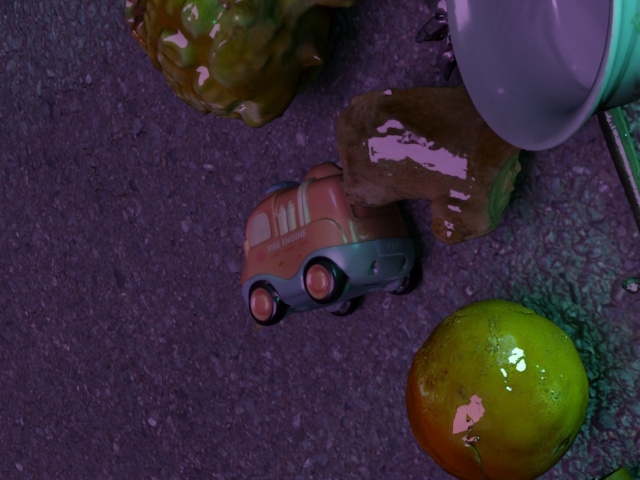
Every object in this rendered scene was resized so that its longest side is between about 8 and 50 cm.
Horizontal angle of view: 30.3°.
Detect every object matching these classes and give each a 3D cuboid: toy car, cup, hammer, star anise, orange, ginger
[{"bbox_3d":[0.000,0.000,1.729,0.270,0.181,0.212,-24,76,44],"label":"toy car"},{"bbox_3d":[0.291,-0.281,1.324,0.347,0.163,0.347,172,90,-70],"label":"cup"},{"bbox_3d":[0.376,-0.081,1.443,0.125,0.027,0.297,-21,88,45],"label":"hammer"},{"bbox_3d":[0.183,-0.291,1.533,0.181,0.061,0.204,21,117,38],"label":"star anise"},{"bbox_3d":[0.227,0.198,1.526,0.240,0.240,0.240,15,113,40],"label":"orange"},{"bbox_3d":[0.144,-0.100,1.547,0.276,0.130,0.221,-16,85,27],"label":"ginger"}]

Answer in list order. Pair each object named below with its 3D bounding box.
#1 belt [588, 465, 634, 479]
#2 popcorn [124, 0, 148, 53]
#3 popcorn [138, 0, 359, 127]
[{"bbox_3d":[0.321,0.392,1.534,0.105,0.184,0.261,57,133,13],"label":"belt"},{"bbox_3d":[-0.234,-0.355,1.859,0.167,0.152,0.148,29,90,34],"label":"popcorn"},{"bbox_3d":[-0.106,-0.325,1.654,0.274,0.279,0.335,57,149,40],"label":"popcorn"}]
